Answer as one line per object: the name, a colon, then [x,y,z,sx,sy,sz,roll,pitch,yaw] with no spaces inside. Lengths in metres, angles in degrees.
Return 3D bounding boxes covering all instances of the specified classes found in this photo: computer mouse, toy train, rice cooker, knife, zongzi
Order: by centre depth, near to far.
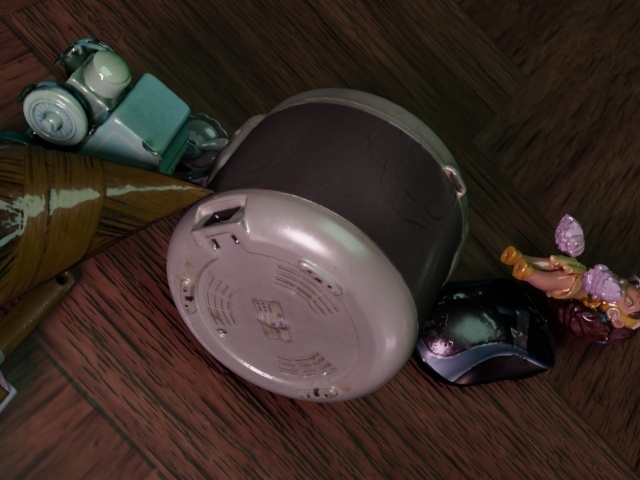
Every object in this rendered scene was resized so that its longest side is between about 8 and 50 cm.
zongzi: [-0.258,0.009,0.768,0.300,0.138,0.286,3,35,5]
knife: [-0.294,0.121,0.801,0.061,0.027,0.343,46,31,-10]
toy train: [-0.233,-0.098,0.927,0.163,0.203,0.112,40,43,-17]
rice cooker: [0.001,-0.001,0.973,0.288,0.288,0.277,38,45,-8]
computer mouse: [0.212,0.110,1.162,0.233,0.096,0.137,1,61,-33]

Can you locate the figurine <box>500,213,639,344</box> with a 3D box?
figurine: [0.360,0.064,1.267,0.240,0.116,0.175,33,23,-30]

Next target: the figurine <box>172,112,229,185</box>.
figurine: [-0.149,-0.101,1.063,0.086,0.094,0.082,-60,143,-71]
